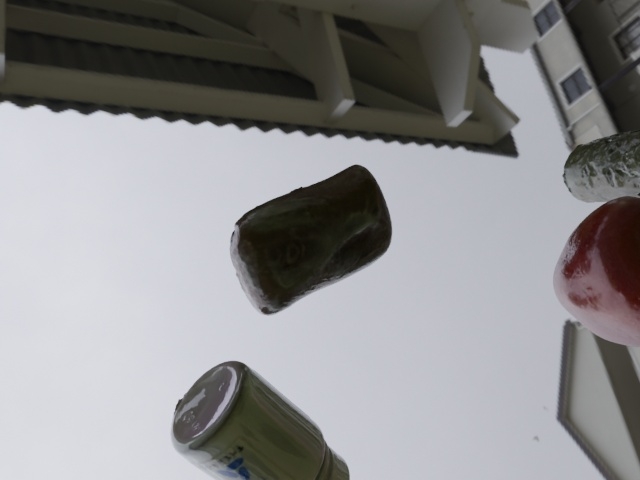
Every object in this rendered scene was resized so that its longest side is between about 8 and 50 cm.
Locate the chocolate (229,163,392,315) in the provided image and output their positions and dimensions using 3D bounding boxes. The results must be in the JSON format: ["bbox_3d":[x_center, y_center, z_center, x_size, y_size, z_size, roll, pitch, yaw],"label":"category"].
[{"bbox_3d":[0.001,0.002,0.855,0.254,0.080,0.156,-26,-70,-21],"label":"chocolate"}]

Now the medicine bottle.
[{"bbox_3d":[-0.089,0.341,0.974,0.293,0.170,0.170,46,-130,-27],"label":"medicine bottle"}]

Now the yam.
[{"bbox_3d":[0.453,-0.105,0.839,0.107,0.194,0.107,1,-91,-28],"label":"yam"}]

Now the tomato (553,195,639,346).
[{"bbox_3d":[0.314,0.050,0.645,0.082,0.174,0.166,-14,-119,-17],"label":"tomato"}]
